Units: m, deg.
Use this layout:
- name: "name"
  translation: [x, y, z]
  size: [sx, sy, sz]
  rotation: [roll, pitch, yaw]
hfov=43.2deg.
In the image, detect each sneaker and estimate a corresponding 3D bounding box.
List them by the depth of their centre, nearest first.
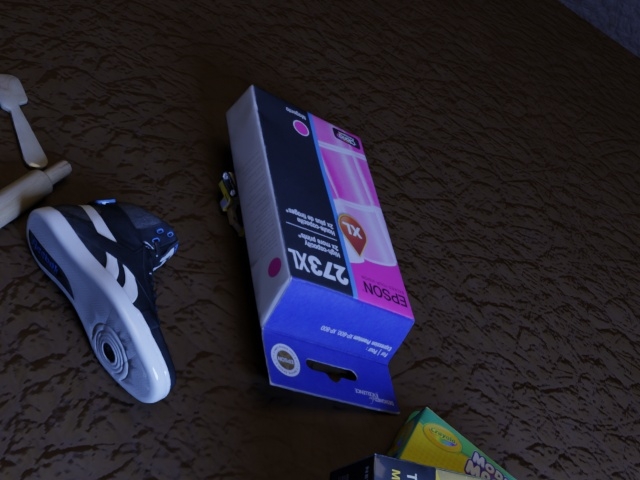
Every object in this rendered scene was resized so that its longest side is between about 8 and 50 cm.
- name: "sneaker"
  translation: [-0.165, 0.038, 0.743]
  size: [0.121, 0.079, 0.217]
  rotation: [-20, 62, -43]

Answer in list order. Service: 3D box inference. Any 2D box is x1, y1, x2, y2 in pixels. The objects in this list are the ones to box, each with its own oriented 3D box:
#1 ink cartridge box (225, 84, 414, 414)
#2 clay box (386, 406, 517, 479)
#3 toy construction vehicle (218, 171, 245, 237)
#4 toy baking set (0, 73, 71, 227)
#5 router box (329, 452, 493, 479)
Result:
- name: "ink cartridge box"
  translation: [0.000, 0.000, 0.885]
  size: [0.175, 0.069, 0.371]
  rotation: [21, 43, -36]
- name: "clay box"
  translation: [0.107, 0.253, 0.742]
  size: [0.127, 0.053, 0.222]
  rotation: [39, 41, 2]
- name: "toy construction vehicle"
  translation: [-0.077, -0.044, 0.930]
  size: [0.085, 0.035, 0.098]
  rotation: [3, 53, -48]
- name: "toy baking set"
  translation: [-0.348, -0.095, 0.786]
  size: [0.196, 0.030, 0.256]
  rotation: [40, 40, 5]
- name: "router box"
  translation: [0.116, 0.336, 0.585]
  size: [0.242, 0.081, 0.309]
  rotation: [17, 59, -20]
